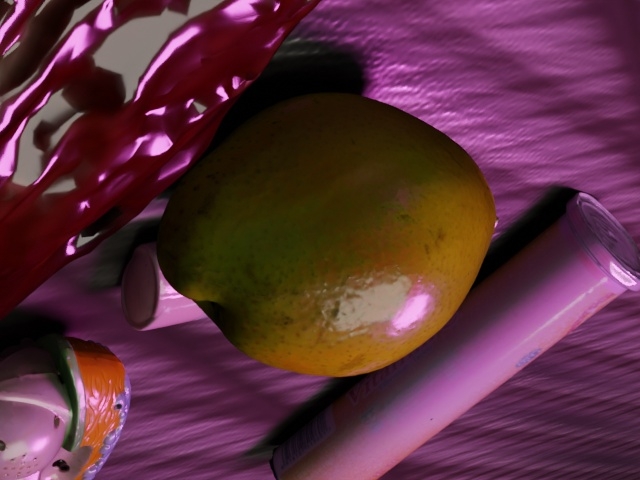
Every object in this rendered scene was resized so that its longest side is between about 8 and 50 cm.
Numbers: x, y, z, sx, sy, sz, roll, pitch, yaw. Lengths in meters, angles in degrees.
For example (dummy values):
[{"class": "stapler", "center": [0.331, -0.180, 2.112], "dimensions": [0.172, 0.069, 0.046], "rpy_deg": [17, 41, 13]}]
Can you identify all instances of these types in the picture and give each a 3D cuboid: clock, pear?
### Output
[{"class": "clock", "center": [-0.232, 0.146, 1.011], "dimensions": [0.144, 0.103, 0.231], "rpy_deg": [-6, 143, -39]}, {"class": "pear", "center": [0.000, 0.000, 0.901], "dimensions": [0.220, 0.187, 0.187], "rpy_deg": [-19, 152, -37]}]

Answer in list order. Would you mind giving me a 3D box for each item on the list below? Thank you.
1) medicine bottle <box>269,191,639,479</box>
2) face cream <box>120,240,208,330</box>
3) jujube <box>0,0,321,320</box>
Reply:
[{"class": "medicine bottle", "center": [0.126, 0.123, 1.358], "dimensions": [0.426, 0.108, 0.108], "rpy_deg": [-41, 153, 24]}, {"class": "face cream", "center": [-0.050, 0.017, 1.029], "dimensions": [0.198, 0.057, 0.084], "rpy_deg": [-10, 146, -33]}, {"class": "jujube", "center": [-0.138, -0.107, 0.503], "dimensions": [0.377, 0.258, 0.258], "rpy_deg": [-34, 154, 18]}]
